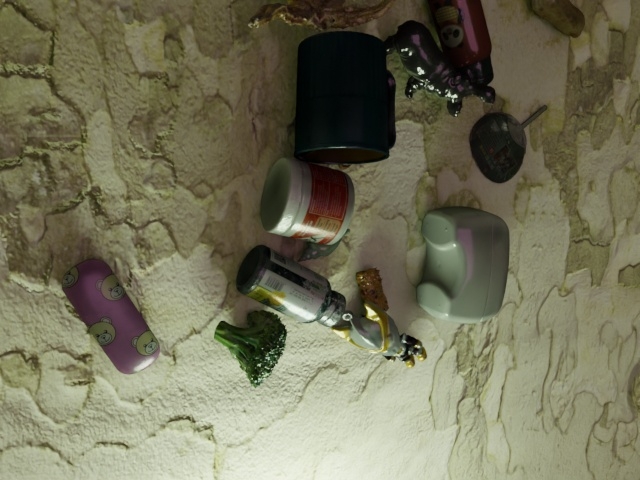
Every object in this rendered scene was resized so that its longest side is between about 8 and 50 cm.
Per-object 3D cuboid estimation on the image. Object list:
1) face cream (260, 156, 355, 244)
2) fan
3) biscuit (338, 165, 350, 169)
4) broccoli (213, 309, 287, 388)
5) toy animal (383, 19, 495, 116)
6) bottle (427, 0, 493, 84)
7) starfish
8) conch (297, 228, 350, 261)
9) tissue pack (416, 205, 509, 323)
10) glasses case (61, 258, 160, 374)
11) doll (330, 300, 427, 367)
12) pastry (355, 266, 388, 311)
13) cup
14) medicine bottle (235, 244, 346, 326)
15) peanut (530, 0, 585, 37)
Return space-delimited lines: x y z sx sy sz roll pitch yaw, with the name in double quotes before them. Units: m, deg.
"face cream" -0.034 -0.100 1.707 0.187 0.201 0.201 12 94 -25
"fan" 0.593 -0.294 2.050 0.294 0.012 0.223 -12 104 -20
"biscuit" 0.018 -0.293 1.788 0.205 0.031 0.138 31 77 -25
"broccoli" -0.187 0.265 1.731 0.194 0.194 0.219 44 42 -24
"toy animal" 0.315 -0.455 1.815 0.343 0.106 0.168 36 124 -15
"bottle" 0.402 -0.592 1.844 0.144 0.144 0.336 -28 110 -17
"starfish" -0.006 -0.598 1.569 0.398 0.383 0.132 -7 142 -13
"conch" 0.001 0.005 1.826 0.180 0.088 0.065 -35 155 -21
"tissue pack" 0.429 0.069 1.922 0.236 0.229 0.333 0 99 -21
"glasses case" -0.513 0.190 1.618 0.123 0.076 0.316 -33 110 -15
"doll" 0.177 0.286 1.923 0.316 0.145 0.103 32 59 -30
"pastry" 0.151 0.148 1.914 0.080 0.056 0.140 -18 102 -20
"cup" 0.082 -0.354 1.669 0.308 0.242 0.292 0 87 -17
"medicine bottle" -0.072 0.133 1.765 0.293 0.141 0.141 29 87 -25
"peanut" 0.728 -0.695 1.996 0.214 0.099 0.099 29 87 -23
